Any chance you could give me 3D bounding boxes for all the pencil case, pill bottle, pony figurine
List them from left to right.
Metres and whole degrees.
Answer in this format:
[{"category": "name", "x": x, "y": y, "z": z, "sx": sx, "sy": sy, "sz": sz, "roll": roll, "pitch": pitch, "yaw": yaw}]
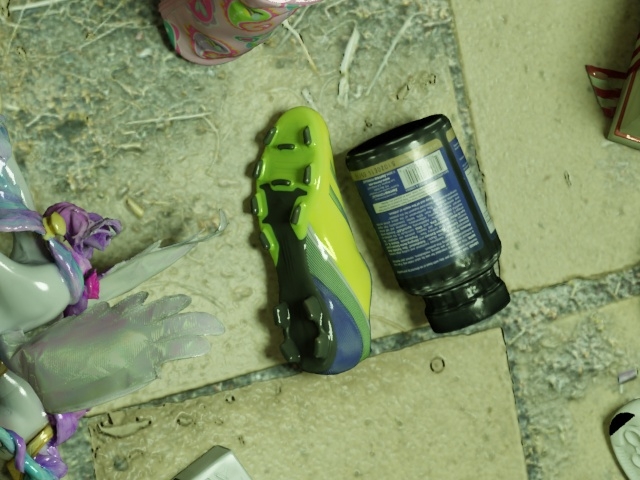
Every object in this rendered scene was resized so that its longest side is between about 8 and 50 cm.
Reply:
[{"category": "pony figurine", "x": -0.282, "y": 0.054, "z": 1.554, "sx": 0.351, "sy": 0.303, "sz": 0.363, "roll": -32, "pitch": 106, "yaw": 16}, {"category": "pencil case", "x": -0.075, "y": -0.256, "z": 1.592, "sx": 0.124, "sy": 0.284, "sz": 0.124, "roll": 2, "pitch": 84, "yaw": -19}, {"category": "pill bottle", "x": 0.122, "y": -0.017, "z": 1.747, "sx": 0.123, "sy": 0.123, "sz": 0.219, "roll": -26, "pitch": 98, "yaw": -18}]

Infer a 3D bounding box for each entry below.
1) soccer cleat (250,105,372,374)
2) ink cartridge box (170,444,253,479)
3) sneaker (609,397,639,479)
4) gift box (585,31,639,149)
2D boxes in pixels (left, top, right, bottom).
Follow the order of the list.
[{"category": "soccer cleat", "x": -0.001, "y": 0.001, "z": 1.737, "sx": 0.121, "sy": 0.093, "sz": 0.289, "roll": -4, "pitch": 86, "yaw": -50}, {"category": "ink cartridge box", "x": -0.183, "y": 0.377, "z": 1.670, "sx": 0.333, "sy": 0.065, "sz": 0.165, "roll": -36, "pitch": 102, "yaw": -17}, {"category": "sneaker", "x": 0.514, "y": 0.247, "z": 1.905, "sx": 0.323, "sy": 0.130, "sz": 0.236, "roll": 40, "pitch": 53, "yaw": 4}, {"category": "gift box", "x": 0.460, "y": -0.212, "z": 1.806, "sx": 0.276, "sy": 0.258, "sz": 0.255, "roll": 23, "pitch": 84, "yaw": 2}]
